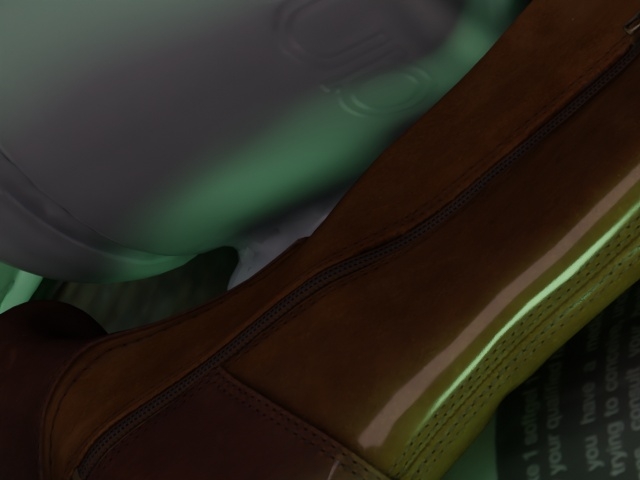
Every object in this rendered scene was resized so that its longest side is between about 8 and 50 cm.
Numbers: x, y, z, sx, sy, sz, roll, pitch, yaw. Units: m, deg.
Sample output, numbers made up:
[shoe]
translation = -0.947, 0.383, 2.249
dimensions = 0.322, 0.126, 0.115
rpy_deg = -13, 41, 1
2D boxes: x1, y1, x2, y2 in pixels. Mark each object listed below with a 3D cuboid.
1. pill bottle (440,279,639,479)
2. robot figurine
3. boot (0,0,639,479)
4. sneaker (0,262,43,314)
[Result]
[pill bottle]
translation = 0.144, 0.079, 0.517
dimensions = 0.319, 0.176, 0.176
rpy_deg = -22, 67, 32
[robot figurine]
translation = -0.043, -0.107, 0.688
dimensions = 0.353, 0.200, 0.300
rpy_deg = -26, 91, 32
[boot]
translation = 0.000, 0.000, 0.537
dimensions = 0.280, 0.096, 0.264
rpy_deg = -50, 18, 6
[sneaker]
translation = -0.183, -0.015, 0.832
dimensions = 0.105, 0.115, 0.281
rpy_deg = 12, 88, 39
